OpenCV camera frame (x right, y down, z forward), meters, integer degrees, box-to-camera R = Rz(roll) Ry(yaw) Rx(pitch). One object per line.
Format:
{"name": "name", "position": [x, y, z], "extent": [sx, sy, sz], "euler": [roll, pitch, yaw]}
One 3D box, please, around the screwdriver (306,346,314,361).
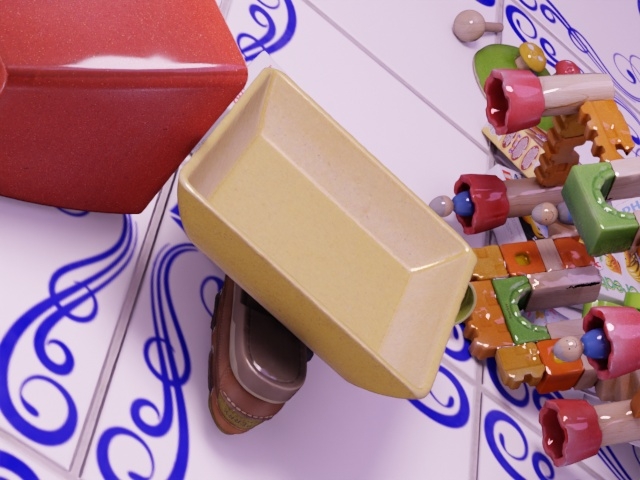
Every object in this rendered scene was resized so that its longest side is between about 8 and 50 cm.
{"name": "screwdriver", "position": [-0.070, 0.074, 1.730], "extent": [0.170, 0.024, 0.025], "euler": [46, 4, -6]}

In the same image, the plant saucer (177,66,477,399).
{"name": "plant saucer", "position": [0.000, 0.000, 1.647], "extent": [0.333, 0.081, 0.332], "euler": [42, 29, -7]}

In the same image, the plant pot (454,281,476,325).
{"name": "plant pot", "position": [0.154, 0.056, 1.979], "extent": [0.083, 0.083, 0.079], "euler": [35, 24, -24]}

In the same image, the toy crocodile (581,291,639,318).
{"name": "toy crocodile", "position": [0.502, 0.143, 2.287], "extent": [0.341, 0.105, 0.115], "euler": [10, 85, -37]}

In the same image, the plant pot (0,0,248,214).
{"name": "plant pot", "position": [-0.274, -0.190, 1.541], "extent": [0.236, 0.267, 0.267], "euler": [-8, 64, -40]}

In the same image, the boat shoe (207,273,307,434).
{"name": "boat shoe", "position": [-0.073, 0.077, 1.654], "extent": [0.111, 0.104, 0.307], "euler": [31, 34, -14]}

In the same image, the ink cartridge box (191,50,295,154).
{"name": "ink cartridge box", "position": [-0.051, -0.104, 1.862], "extent": [0.212, 0.093, 0.154], "euler": [46, 34, -6]}

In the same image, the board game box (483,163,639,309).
{"name": "board game box", "position": [0.371, 0.012, 2.299], "extent": [0.305, 0.053, 0.193], "euler": [17, 45, -42]}

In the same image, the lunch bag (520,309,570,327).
{"name": "lunch bag", "position": [0.314, 0.133, 2.115], "extent": [0.071, 0.053, 0.083], "euler": [30, 29, -33]}

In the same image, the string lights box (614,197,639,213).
{"name": "string lights box", "position": [0.590, -0.030, 2.488], "extent": [0.260, 0.133, 0.076], "euler": [20, 43, -57]}

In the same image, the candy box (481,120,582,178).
{"name": "candy box", "position": [0.331, -0.127, 2.321], "extent": [0.109, 0.053, 0.186], "euler": [24, 16, -30]}

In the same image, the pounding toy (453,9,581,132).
{"name": "pounding toy", "position": [0.336, -0.288, 2.498], "extent": [0.183, 0.110, 0.236], "euler": [-7, 65, -54]}

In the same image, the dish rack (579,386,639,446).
{"name": "dish rack", "position": [0.528, 0.262, 2.120], "extent": [0.286, 0.072, 0.333], "euler": [19, 9, 38]}

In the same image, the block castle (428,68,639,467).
{"name": "block castle", "position": [0.300, 0.029, 1.950], "extent": [0.213, 0.303, 0.453], "euler": [-8, 55, -14]}
